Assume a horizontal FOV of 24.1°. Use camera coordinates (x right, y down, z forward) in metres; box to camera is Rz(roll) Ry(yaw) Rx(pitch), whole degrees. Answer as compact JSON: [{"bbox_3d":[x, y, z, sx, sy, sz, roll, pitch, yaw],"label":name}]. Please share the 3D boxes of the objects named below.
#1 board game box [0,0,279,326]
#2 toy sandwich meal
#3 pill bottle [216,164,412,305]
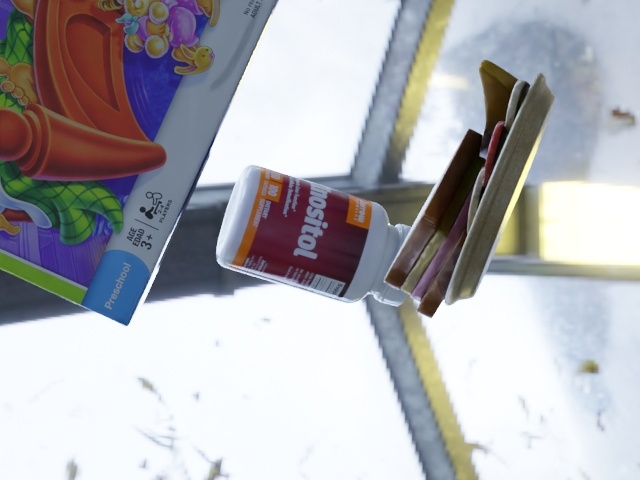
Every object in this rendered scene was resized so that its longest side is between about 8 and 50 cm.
[{"bbox_3d":[-0.145,-0.156,0.885,0.233,0.078,0.347,24,-84,-3],"label":"board game box"},{"bbox_3d":[0.046,-0.017,0.465,0.085,0.029,0.085,22,-90,-82],"label":"toy sandwich meal"},{"bbox_3d":[0.000,0.000,1.192,0.152,0.086,0.086,17,-103,-10],"label":"pill bottle"}]
